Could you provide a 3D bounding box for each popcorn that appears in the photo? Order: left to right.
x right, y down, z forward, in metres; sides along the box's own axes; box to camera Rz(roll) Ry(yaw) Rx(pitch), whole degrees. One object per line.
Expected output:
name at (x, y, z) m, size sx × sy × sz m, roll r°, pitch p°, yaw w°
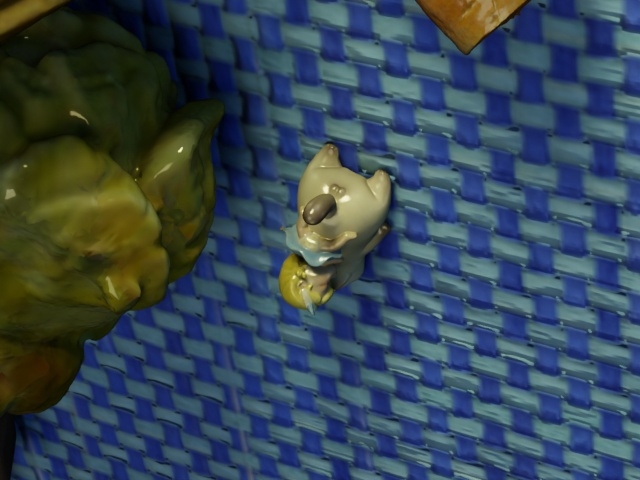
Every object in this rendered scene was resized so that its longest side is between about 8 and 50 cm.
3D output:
popcorn at (-0.142, -0.012, 0.907) m, size 0.168 × 0.174 × 0.195 m, roll 5°, pitch 143°, yaw -28°

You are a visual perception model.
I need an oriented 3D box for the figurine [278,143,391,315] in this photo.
figurine at (0.000, 0.000, 0.902) m, size 0.047 × 0.050 × 0.083 m, roll 29°, pitch 139°, yaw 19°

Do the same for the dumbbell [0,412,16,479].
dumbbell at (-0.221, 0.182, 1.210) m, size 0.092 × 0.082 × 0.231 m, roll 19°, pitch 136°, yaw 20°

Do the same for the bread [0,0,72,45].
bread at (-0.223, -0.188, 0.736) m, size 0.167 × 0.324 × 0.278 m, roll -123°, pitch 10°, yaw -69°

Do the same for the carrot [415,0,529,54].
carrot at (0.007, -0.164, 0.745) m, size 0.210 × 0.061 × 0.061 m, roll 46°, pitch 140°, yaw -2°
